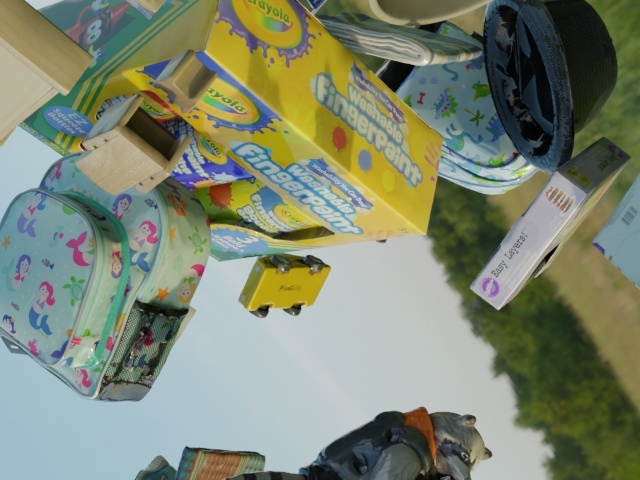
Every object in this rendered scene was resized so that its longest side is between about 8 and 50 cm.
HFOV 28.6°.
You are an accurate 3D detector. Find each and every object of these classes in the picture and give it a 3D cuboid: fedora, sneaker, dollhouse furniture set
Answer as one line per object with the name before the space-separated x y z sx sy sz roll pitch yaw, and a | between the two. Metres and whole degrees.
fedora | 0.393 -0.281 2.069 0.334 0.152 0.334 160 90 -79
sneaker | -0.251 0.387 1.930 0.073 0.063 0.162 30 -158 7
dollhouse furniture set | -0.226 -0.240 1.264 0.286 0.303 0.198 40 151 -19

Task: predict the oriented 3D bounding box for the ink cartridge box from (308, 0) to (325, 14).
ink cartridge box | 0.059 -0.491 2.093 0.045 0.223 0.224 41 -139 -8

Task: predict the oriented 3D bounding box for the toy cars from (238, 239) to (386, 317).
toy cars | 0.000 0.000 2.072 0.087 0.394 0.176 36 150 28

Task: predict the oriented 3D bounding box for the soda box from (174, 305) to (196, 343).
soda box | -0.327 0.058 1.831 0.286 0.091 0.098 37 167 -15

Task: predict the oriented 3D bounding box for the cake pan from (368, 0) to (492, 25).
cake pan | 0.180 -0.362 1.487 0.054 0.293 0.293 65 -171 17

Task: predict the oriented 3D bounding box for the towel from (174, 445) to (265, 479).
towel | -0.186 0.496 1.882 0.040 0.370 0.271 13 174 22

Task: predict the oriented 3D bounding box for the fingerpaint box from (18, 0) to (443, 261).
fingerpaint box | -0.120 -0.147 1.609 0.445 0.371 0.163 37 -124 -43

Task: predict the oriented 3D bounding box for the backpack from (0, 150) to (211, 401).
backpack | -0.252 0.028 1.406 0.225 0.253 0.191 31 -177 33

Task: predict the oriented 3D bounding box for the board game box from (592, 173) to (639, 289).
board game box | 0.565 0.024 1.840 0.275 0.144 0.142 21 -160 -31

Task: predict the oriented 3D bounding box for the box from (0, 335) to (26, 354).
box | -0.322 0.061 1.637 0.077 0.147 0.180 95 -179 -68

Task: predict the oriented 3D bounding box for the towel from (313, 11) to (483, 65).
towel | 0.092 -0.277 1.707 0.209 0.034 0.285 17 -165 19

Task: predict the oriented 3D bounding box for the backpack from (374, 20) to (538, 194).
backpack | 0.274 -0.241 2.366 0.355 0.290 0.273 40 168 -5

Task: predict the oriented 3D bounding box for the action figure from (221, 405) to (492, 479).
action figure | 0.034 0.274 1.295 0.178 0.330 0.341 67 168 -10

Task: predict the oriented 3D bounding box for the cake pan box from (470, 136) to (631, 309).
cake pan box | 0.368 -0.027 2.016 0.070 0.267 0.246 41 -150 14
